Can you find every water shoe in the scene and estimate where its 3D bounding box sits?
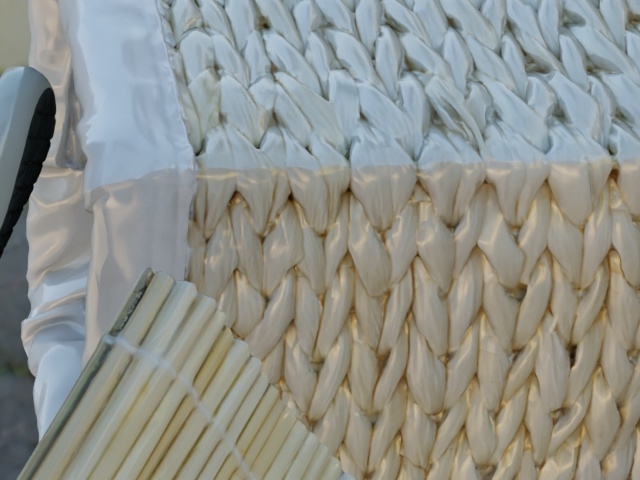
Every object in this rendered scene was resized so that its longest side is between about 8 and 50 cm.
[{"bbox_3d":[-0.178,-0.002,0.835,0.203,0.080,0.073,-59,8,38],"label":"water shoe"}]

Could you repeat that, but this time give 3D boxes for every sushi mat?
[{"bbox_3d":[-0.069,0.175,0.455,0.019,0.151,0.316,-1,49,42],"label":"sushi mat"}]

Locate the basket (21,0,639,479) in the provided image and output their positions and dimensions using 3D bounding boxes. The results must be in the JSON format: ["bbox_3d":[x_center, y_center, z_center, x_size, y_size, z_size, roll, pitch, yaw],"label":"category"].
[{"bbox_3d":[0.000,0.000,0.902,0.266,0.328,0.331,-3,38,-13],"label":"basket"}]
